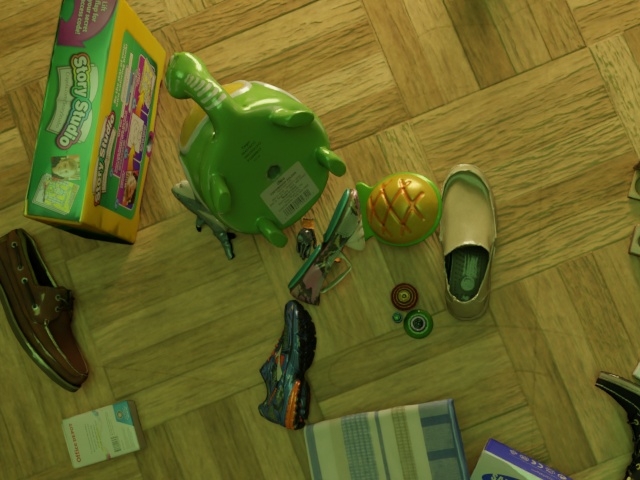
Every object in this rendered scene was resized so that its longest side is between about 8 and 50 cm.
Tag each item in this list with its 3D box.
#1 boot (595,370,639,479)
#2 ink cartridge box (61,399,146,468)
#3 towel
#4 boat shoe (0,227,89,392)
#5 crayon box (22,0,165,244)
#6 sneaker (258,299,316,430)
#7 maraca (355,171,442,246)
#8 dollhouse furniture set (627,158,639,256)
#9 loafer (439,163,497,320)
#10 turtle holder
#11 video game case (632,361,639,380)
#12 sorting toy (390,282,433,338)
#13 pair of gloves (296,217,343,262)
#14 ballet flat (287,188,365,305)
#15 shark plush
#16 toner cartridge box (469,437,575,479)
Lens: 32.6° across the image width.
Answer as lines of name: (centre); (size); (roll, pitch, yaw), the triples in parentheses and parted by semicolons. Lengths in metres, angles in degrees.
boot: (0.519, 0.341, 1.786); (0.236, 0.085, 0.178); (34, 90, 8)
ink cartridge box: (-0.375, 0.336, 1.898); (0.122, 0.052, 0.088); (-17, 82, 3)
towel: (0.111, 0.383, 1.803); (0.285, 0.034, 0.209); (-16, 82, 26)
boat shoe: (-0.484, 0.116, 1.905); (0.104, 0.111, 0.307); (-37, 81, 2)
crayon box: (-0.367, -0.191, 1.824); (0.106, 0.313, 0.363); (8, 84, 7)
sneaker: (-0.063, 0.209, 1.868); (0.087, 0.083, 0.221); (3, 78, 19)
maraca: (0.123, -0.052, 1.869); (0.185, 0.099, 0.127); (-3, 81, 32)
dollhouse furniture set: (0.578, -0.045, 1.802); (0.144, 0.123, 0.151); (16, 86, 8)
loafer: (0.252, 0.000, 1.848); (0.102, 0.092, 0.268); (-3, 83, 6)
turtle holder: (-0.142, -0.153, 1.808); (0.227, 0.320, 0.243); (42, 112, 45)
video game case: (0.669, 0.197, 1.815); (0.227, 0.026, 0.206); (32, 88, 8)
sorting toy: (0.151, 0.122, 1.870); (0.061, 0.042, 0.102); (-29, 82, 2)
pair of gloves: (0.000, 0.000, 1.916); (0.083, 0.010, 0.074); (6, 84, 8)
ballet flat: (0.026, 0.016, 1.868); (0.079, 0.077, 0.221); (29, 107, -7)
shark plush: (-0.196, -0.041, 1.937); (0.067, 0.073, 0.161); (-32, 102, 21)
toner cartridge box: (0.391, 0.474, 1.755); (0.348, 0.075, 0.165); (25, 103, 13)
